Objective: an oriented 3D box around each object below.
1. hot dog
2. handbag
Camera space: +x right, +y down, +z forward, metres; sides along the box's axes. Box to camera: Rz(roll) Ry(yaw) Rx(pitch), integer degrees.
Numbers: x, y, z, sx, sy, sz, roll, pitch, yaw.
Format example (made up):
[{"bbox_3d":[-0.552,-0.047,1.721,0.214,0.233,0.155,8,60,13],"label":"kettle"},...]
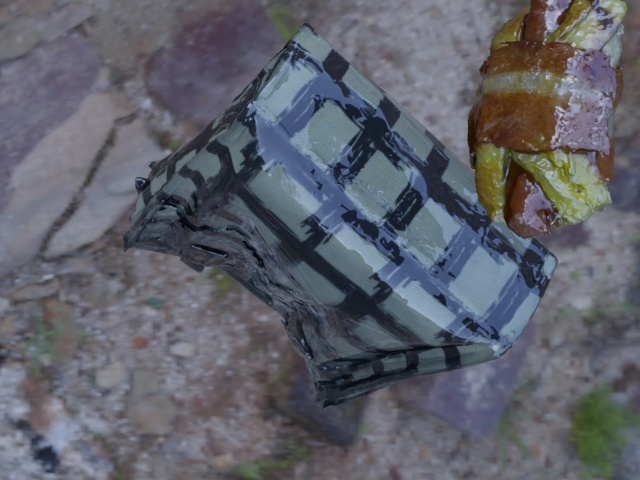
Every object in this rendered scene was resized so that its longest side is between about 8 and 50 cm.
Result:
[{"bbox_3d":[0.176,-0.107,1.187,0.103,0.146,0.213,6,82,-30],"label":"hot dog"},{"bbox_3d":[0.000,0.000,1.411,0.325,0.327,0.162,42,57,-11],"label":"handbag"}]
